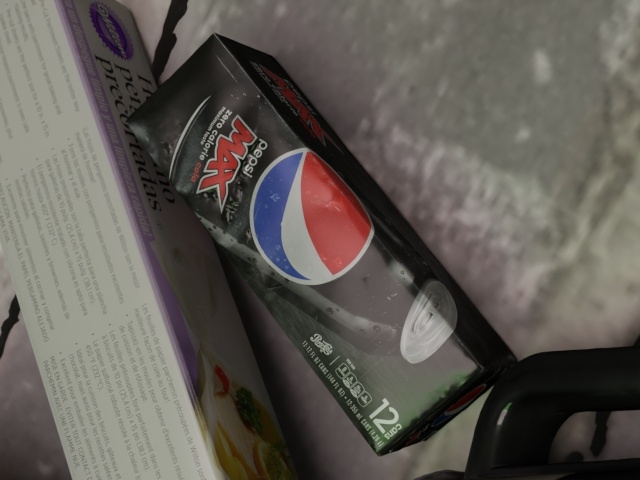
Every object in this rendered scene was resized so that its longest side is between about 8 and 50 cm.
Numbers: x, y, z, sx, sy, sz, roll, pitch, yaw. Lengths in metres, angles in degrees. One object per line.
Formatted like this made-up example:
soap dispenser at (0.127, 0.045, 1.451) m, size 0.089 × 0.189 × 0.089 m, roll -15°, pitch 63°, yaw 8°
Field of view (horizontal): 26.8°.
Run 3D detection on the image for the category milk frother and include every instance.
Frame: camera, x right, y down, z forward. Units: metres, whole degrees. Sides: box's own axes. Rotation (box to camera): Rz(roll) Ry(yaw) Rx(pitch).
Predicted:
milk frother at (0.114, 0.117, 0.460) m, size 0.143 × 0.129 × 0.135 m, roll 40°, pitch 153°, yaw -18°

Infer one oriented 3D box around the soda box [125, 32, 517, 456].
soda box at (0.000, 0.000, 0.524) m, size 0.053 × 0.060 × 0.169 m, roll -43°, pitch 74°, yaw 15°

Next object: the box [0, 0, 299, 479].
box at (-0.067, 0.047, 0.527) m, size 0.067 × 0.063 × 0.324 m, roll -30°, pitch 70°, yaw 20°
